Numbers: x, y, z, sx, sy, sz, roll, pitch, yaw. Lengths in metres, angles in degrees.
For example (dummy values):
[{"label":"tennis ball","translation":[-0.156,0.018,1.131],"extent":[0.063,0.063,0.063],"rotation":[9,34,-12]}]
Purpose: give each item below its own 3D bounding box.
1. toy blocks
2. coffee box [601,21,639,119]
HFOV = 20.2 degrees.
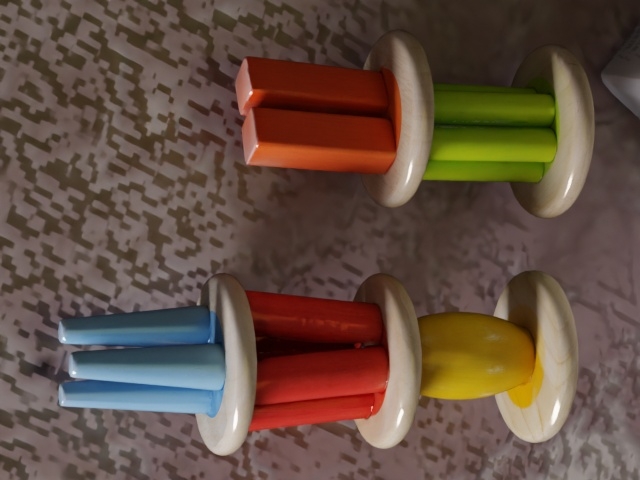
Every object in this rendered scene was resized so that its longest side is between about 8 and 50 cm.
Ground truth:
[{"label":"toy blocks","translation":[0.000,0.000,0.519],"extent":[0.148,0.054,0.123],"rotation":[0,96,-20]},{"label":"coffee box","translation":[0.357,-0.063,0.491],"extent":[0.337,0.334,0.338],"rotation":[40,82,-19]}]
